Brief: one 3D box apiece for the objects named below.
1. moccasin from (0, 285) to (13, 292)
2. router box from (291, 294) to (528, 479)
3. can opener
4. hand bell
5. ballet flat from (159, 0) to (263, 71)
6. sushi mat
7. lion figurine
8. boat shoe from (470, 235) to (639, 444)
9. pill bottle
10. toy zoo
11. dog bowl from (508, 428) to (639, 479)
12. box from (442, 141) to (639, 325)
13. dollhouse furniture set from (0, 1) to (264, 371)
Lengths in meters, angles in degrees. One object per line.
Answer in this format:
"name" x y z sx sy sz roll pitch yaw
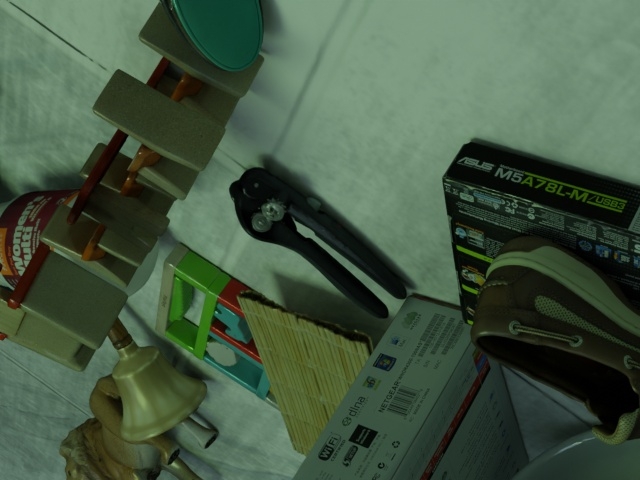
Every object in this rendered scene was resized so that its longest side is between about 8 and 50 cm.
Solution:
"moccasin" -0.446 -0.059 1.309 0.342 0.117 0.137 49 -169 -43
"router box" 0.070 0.273 1.014 0.082 0.335 0.301 15 145 32
"can opener" 0.000 0.000 0.991 0.186 0.073 0.059 35 113 -5
"hand bell" -0.255 0.119 1.412 0.126 0.126 0.242 -5 119 50
"ballet flat" -0.100 -0.206 0.776 0.074 0.074 0.203 13 150 36
"sushi mat" 0.008 0.169 1.191 0.151 0.019 0.316 21 148 27
"lion figurine" -0.281 0.285 1.657 0.240 0.142 0.392 35 138 17
"boat shoe" 0.216 0.103 0.766 0.257 0.095 0.095 29 150 6
"pill bottle" -0.284 0.004 1.221 0.221 0.121 0.121 0 135 47
"toy zoo" -0.053 0.133 1.257 0.293 0.030 0.192 32 151 7
"dog bowl" 0.237 0.287 0.928 0.104 0.265 0.265 44 151 -20
"box" 0.189 0.025 0.822 0.191 0.045 0.184 19 149 27
"dollhouse furniture set" -0.186 -0.041 0.906 0.135 0.259 0.262 30 151 -9
